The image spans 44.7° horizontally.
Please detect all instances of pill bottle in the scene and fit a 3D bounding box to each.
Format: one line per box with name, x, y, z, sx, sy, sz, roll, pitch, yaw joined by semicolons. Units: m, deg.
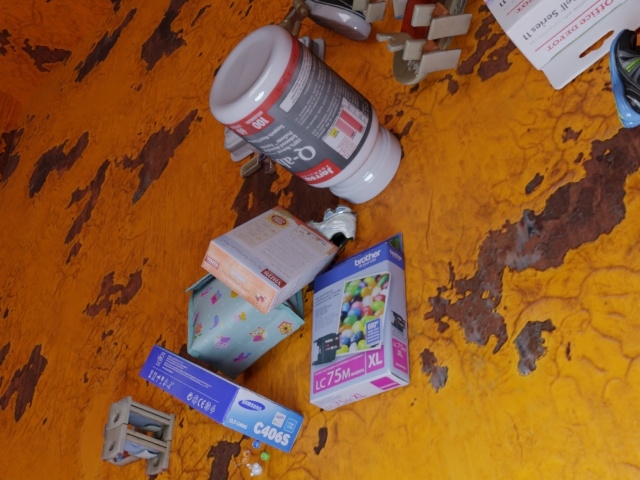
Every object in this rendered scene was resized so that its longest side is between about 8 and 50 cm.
pill bottle;-0.019;-0.231;1.515;0.210;0.363;0.210;-30;43;33

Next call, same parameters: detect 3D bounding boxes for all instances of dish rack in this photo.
dish rack;-0.135;-0.380;2.028;0.333;0.072;0.285;-27;46;37

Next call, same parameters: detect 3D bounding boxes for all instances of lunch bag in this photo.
lunch bag;-0.160;0.109;1.603;0.223;0.160;0.262;-39;35;21

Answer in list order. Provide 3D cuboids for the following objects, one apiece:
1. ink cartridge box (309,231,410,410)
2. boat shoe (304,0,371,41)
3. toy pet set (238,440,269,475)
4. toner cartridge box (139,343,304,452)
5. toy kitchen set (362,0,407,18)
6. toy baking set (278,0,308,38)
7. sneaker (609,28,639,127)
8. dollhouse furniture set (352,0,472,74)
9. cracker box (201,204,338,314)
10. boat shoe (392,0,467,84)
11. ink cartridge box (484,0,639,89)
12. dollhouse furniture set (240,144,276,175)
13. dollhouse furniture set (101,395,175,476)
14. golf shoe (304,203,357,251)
ink cartridge box;0.067;0.132;1.399;0.186;0.065;0.311;-28;43;35
boat shoe;0.046;-0.582;1.919;0.119;0.121;0.335;-56;33;9
toy pet set;-0.130;0.434;1.372;0.122;0.065;0.114;43;107;39
toner cartridge box;-0.199;0.297;1.499;0.348;0.165;0.075;11;72;52
toy kitchen set;0.189;-0.584;1.789;0.166;0.122;0.207;4;62;22
toy baking set;-0.100;-0.538;1.997;0.197;0.030;0.256;-50;26;22
sneaker;0.488;-0.250;1.197;0.078;0.067;0.188;-10;52;21
dollhouse furniture set;0.199;-0.489;1.497;0.262;0.135;0.259;55;148;37
cracker box;-0.091;0.030;1.470;0.156;0.232;0.067;36;123;15
boat shoe;0.243;-0.442;1.621;0.104;0.089;0.285;23;85;39
ink cartridge box;0.408;-0.451;1.384;0.207;0.119;0.353;-39;39;23
dollhouse furniture set;-0.175;-0.193;1.919;0.114;0.081;0.091;-32;42;31
dollhouse furniture set;-0.430;0.443;1.692;0.184;0.129;0.129;-28;44;33
golf shoe;0.000;0.000;1.578;0.176;0.069;0.086;-33;47;32
